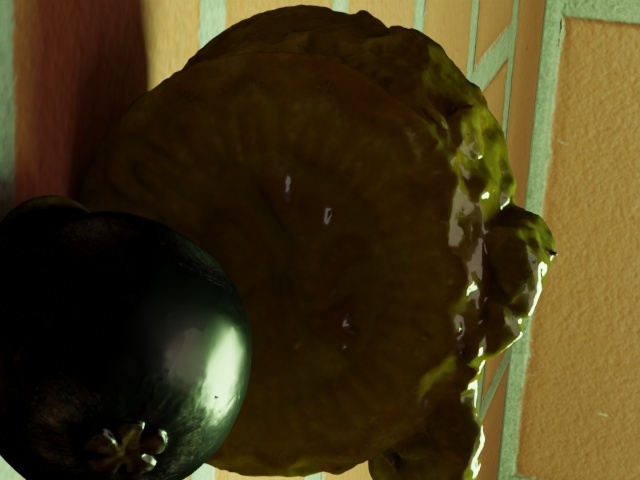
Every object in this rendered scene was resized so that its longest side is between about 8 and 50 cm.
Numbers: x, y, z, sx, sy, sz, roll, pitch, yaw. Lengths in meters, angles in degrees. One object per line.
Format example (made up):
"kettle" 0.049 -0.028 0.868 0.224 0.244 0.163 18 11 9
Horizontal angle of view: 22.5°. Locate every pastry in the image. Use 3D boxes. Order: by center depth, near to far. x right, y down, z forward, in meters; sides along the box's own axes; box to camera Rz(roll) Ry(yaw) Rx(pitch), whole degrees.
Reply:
"pastry" 0.000 0.000 0.836 0.132 0.235 0.240 -49 157 -71

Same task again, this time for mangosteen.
"mangosteen" -0.099 0.040 0.729 0.137 0.137 0.151 84 -14 -45
